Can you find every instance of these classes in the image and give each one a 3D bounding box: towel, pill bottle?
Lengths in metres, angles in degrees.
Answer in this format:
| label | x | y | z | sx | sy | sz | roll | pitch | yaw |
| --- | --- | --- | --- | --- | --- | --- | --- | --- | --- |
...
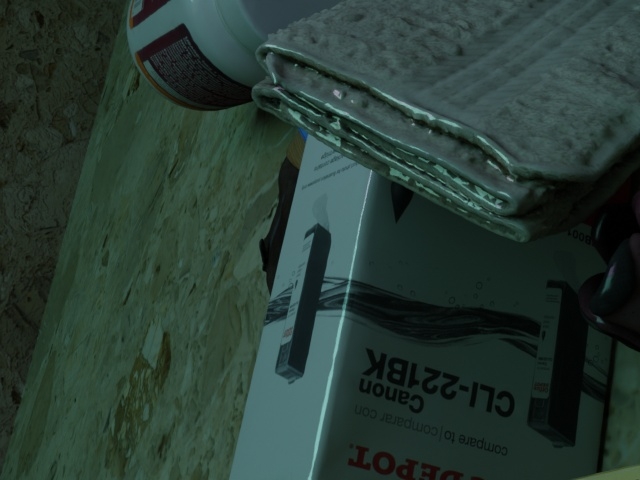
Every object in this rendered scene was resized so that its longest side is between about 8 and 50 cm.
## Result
| label | x | y | z | sx | sy | sz | roll | pitch | yaw |
| --- | --- | --- | --- | --- | --- | --- | --- | --- | --- |
| towel | 0.114 | -0.107 | 0.559 | 0.282 | 0.187 | 0.049 | -37 | -34 | -40 |
| pill bottle | -0.087 | -0.287 | 1.239 | 0.392 | 0.224 | 0.224 | 4 | 75 | 65 |

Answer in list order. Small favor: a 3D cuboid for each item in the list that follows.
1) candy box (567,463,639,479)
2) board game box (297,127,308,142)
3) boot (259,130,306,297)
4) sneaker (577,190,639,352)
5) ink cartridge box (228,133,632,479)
| label | x | y | z | sx | sy | sz | roll | pitch | yaw |
| --- | --- | --- | --- | --- | --- | --- | --- | --- | --- |
| candy box | 0.164 | 0.247 | 0.324 | 0.316 | 0.087 | 0.183 | -108 | 6 | -54 |
| board game box | 0.057 | -0.123 | 0.916 | 0.160 | 0.047 | 0.210 | -30 | 31 | 4 |
| boot | 0.000 | 0.000 | 1.029 | 0.248 | 0.090 | 0.207 | -102 | 27 | -49 |
| sneaker | 0.193 | 0.064 | 0.418 | 0.106 | 0.162 | 0.281 | -62 | 24 | 17 |
| ink cartridge box | 0.076 | 0.050 | 0.640 | 0.114 | 0.197 | 0.273 | -19 | 55 | 61 |
